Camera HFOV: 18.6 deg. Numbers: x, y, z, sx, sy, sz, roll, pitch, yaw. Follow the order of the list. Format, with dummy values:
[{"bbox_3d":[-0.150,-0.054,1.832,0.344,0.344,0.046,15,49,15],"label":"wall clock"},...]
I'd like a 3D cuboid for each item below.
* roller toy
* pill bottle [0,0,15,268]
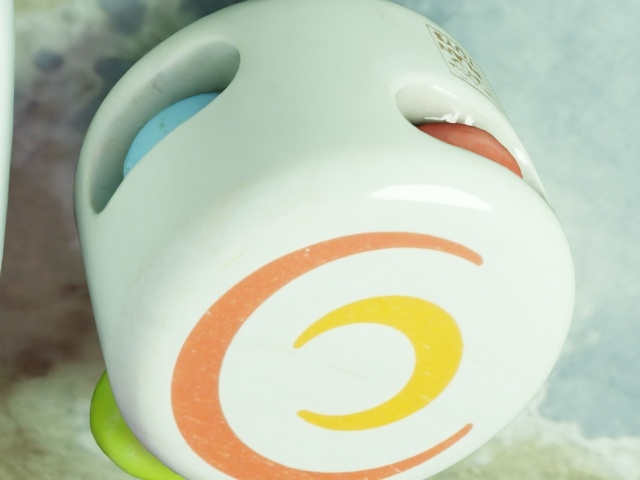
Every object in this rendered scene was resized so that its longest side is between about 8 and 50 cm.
[{"bbox_3d":[0.000,0.000,0.810,0.209,0.146,0.191,-9,134,-10],"label":"roller toy"},{"bbox_3d":[-0.286,-0.048,0.698,0.334,0.188,0.188,2,123,-2],"label":"pill bottle"}]
